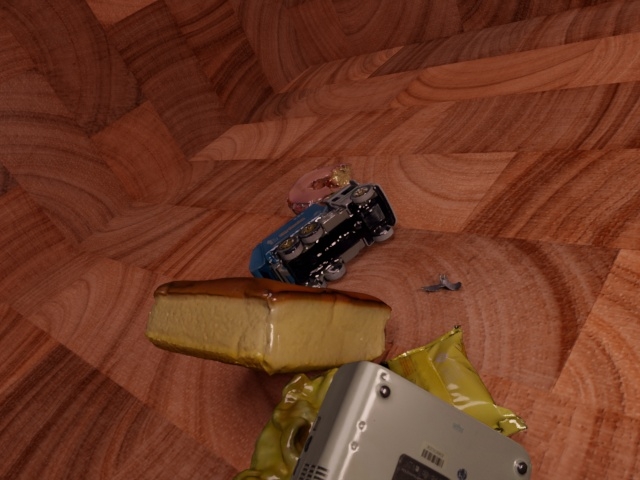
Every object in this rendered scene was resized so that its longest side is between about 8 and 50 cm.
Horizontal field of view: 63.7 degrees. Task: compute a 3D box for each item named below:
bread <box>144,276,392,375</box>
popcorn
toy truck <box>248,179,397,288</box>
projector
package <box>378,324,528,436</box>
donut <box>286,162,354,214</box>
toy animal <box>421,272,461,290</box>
[{"bbox_3d":[-0.091,0.147,0.940,0.333,0.324,0.143,-1,81,37],"label":"bread"},{"bbox_3d":[0.011,0.318,0.718,0.226,0.173,0.286,2,39,34],"label":"popcorn"},{"bbox_3d":[0.000,0.000,1.246,0.367,0.146,0.175,-36,26,-13],"label":"toy truck"},{"bbox_3d":[0.102,0.283,0.583,0.198,0.251,0.108,-63,12,-27],"label":"projector"},{"bbox_3d":[0.185,0.237,0.781,0.168,0.090,0.226,-29,33,5],"label":"package"},{"bbox_3d":[0.000,-0.138,1.516,0.199,0.085,0.232,-12,34,24],"label":"donut"},{"bbox_3d":[0.246,0.081,1.032,0.084,0.028,0.050,-4,46,33],"label":"toy animal"}]
